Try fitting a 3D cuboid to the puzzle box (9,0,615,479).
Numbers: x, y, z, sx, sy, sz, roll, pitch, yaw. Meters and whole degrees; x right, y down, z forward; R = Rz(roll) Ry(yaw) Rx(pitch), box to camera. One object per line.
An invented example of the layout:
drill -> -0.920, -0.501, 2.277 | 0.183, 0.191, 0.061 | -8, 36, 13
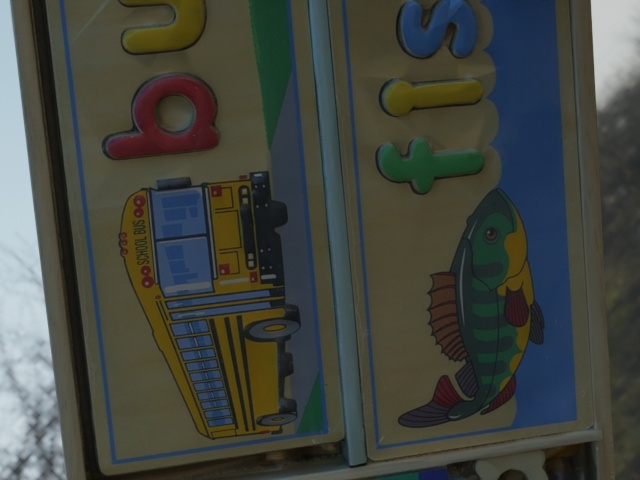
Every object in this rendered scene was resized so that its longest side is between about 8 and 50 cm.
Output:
puzzle box -> 0.000, 0.000, 0.664 | 0.272, 0.408, 0.052 | -7, 10, -10
